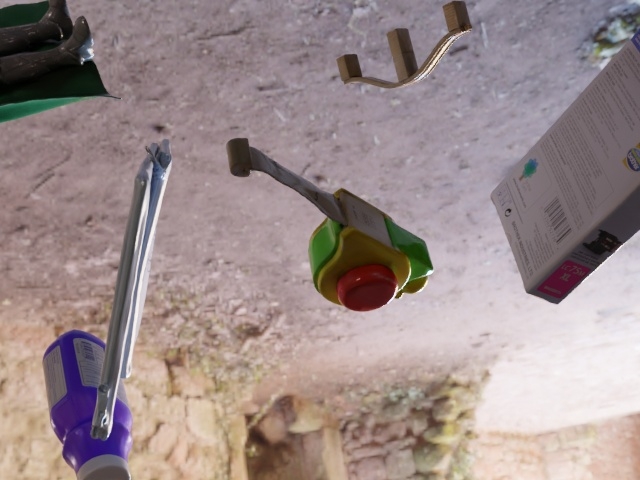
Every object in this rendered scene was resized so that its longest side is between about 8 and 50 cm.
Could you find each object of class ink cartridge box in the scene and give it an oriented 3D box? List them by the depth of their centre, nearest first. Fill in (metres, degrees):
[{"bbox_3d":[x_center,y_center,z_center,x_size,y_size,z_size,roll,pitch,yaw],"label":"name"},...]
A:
[{"bbox_3d":[0.329,-0.092,0.896,0.065,0.186,0.311,18,129,-21],"label":"ink cartridge box"}]

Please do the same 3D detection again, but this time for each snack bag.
[{"bbox_3d":[-0.236,0.039,1.009,0.037,0.323,0.342,11,-170,-11],"label":"snack bag"}]

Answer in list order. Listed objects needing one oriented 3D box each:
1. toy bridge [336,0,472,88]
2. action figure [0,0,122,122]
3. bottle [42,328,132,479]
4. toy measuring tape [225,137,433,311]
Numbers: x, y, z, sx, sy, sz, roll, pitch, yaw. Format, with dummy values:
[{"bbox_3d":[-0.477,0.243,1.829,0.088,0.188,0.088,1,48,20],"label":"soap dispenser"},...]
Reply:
[{"bbox_3d":[0.096,-0.209,0.891,0.026,0.063,0.188,-14,-179,-43],"label":"toy bridge"},{"bbox_3d":[-0.259,-0.096,0.482,0.232,0.137,0.064,-25,139,-22],"label":"action figure"},{"bbox_3d":[-0.328,0.246,1.120,0.092,0.283,0.118,-42,128,4],"label":"bottle"},{"bbox_3d":[0.000,0.000,0.856,0.121,0.121,0.330,-26,142,36],"label":"toy measuring tape"}]
